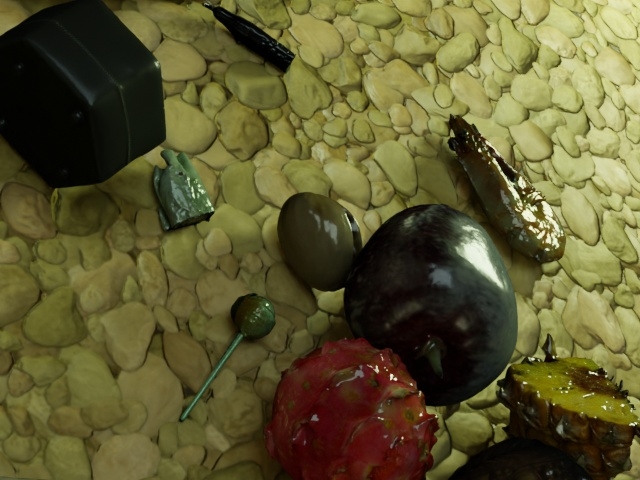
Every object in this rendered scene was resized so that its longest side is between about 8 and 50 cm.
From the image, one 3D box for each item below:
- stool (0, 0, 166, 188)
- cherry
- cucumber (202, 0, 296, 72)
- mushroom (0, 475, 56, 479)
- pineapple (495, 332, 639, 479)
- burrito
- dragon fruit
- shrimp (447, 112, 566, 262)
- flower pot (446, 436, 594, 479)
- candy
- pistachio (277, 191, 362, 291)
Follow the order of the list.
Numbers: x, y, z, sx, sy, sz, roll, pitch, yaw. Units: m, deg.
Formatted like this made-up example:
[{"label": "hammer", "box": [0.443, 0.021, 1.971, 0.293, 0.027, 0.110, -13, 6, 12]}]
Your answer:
[{"label": "stool", "box": [-0.314, -0.183, 1.377, 0.232, 0.232, 0.141, 46, 53, 3]}, {"label": "cherry", "box": [0.151, 0.085, 1.453, 0.255, 0.218, 0.296, 47, 34, -21]}, {"label": "cucumber", "box": [-0.112, -0.317, 1.679, 0.163, 0.043, 0.039, 33, 94, -4]}, {"label": "mushroom", "box": [-0.422, 0.291, 1.081, 0.407, 0.137, 0.154, 13, 68, -18]}, {"label": "pineapple", "box": [0.301, 0.241, 1.418, 0.161, 0.158, 0.334, 2, 16, -1]}, {"label": "burrito", "box": [-0.193, -0.071, 1.482, 0.074, 0.044, 0.118, -12, 72, -29]}, {"label": "dragon fruit", "box": [0.030, 0.215, 1.335, 0.210, 0.205, 0.268, -4, 27, -13]}, {"label": "shrimp", "box": [0.295, -0.089, 1.750, 0.154, 0.062, 0.294, -21, 76, -49]}, {"label": "flower pot", "box": [0.194, 0.404, 1.282, 0.267, 0.266, 0.267, -24, 75, -25]}, {"label": "candy", "box": [-0.123, 0.149, 1.389, 0.061, 0.061, 0.202, 37, 59, -4]}, {"label": "pistachio", "box": [0.000, 0.000, 1.508, 0.113, 0.113, 0.149, -5, 72, -31]}]
